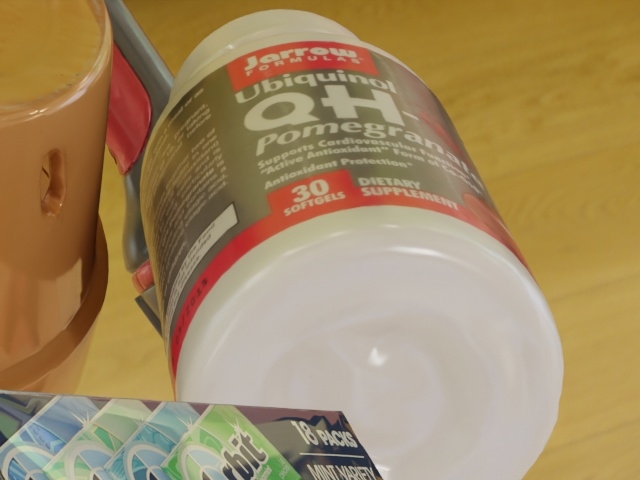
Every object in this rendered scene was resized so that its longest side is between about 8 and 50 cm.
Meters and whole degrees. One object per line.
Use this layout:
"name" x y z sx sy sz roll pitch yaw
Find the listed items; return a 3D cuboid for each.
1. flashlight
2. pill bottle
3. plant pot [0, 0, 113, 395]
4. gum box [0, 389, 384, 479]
"flashlight" -0.133 -0.080 1.187 0.304 0.103 0.103 55 14 -2
"pill bottle" 0.000 0.000 0.986 0.176 0.176 0.318 8 26 -15
"plant pot" -0.224 -0.048 0.945 0.291 0.203 0.291 17 37 -14
"gum box" 0.001 0.118 0.401 0.184 0.041 0.157 57 20 22
